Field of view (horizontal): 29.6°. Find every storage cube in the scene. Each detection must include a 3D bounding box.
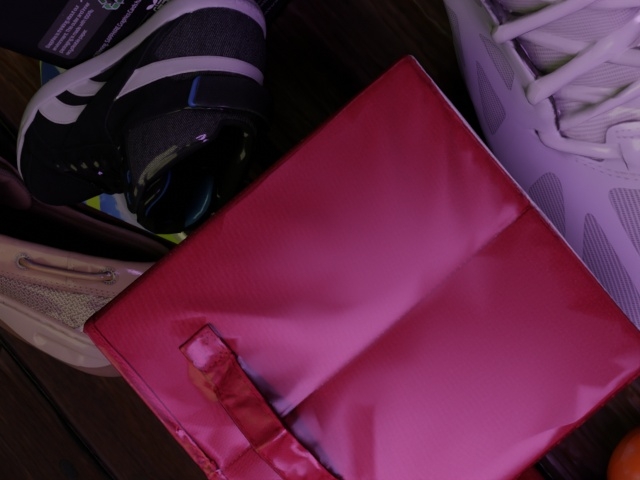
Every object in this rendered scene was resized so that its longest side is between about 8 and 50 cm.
[{"bbox_3d":[0.022,0.043,0.625,0.193,0.215,0.183,-40,90,1],"label":"storage cube"}]

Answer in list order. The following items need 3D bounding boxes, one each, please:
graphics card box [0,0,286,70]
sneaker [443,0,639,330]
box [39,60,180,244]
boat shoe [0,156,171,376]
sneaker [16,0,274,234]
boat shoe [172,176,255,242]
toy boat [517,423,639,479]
[{"bbox_3d":[-0.173,-0.214,0.623,0.371,0.094,0.233,17,141,-29],"label":"graphics card box"},{"bbox_3d":[0.086,-0.109,0.517,0.169,0.257,0.447,-16,104,29],"label":"sneaker"},{"bbox_3d":[-0.134,-0.069,0.864,0.178,0.042,0.109,22,125,25],"label":"box"},{"bbox_3d":[-0.267,-0.018,0.941,0.341,0.121,0.110,24,116,6],"label":"boat shoe"},{"bbox_3d":[-0.114,-0.045,0.701,0.217,0.079,0.121,-33,49,39],"label":"sneaker"},{"bbox_3d":[0.000,0.000,0.766,0.233,0.084,0.079,29,126,2],"label":"boat shoe"},{"bbox_3d":[0.179,0.177,0.726,0.231,0.151,0.151,27,98,21],"label":"toy boat"}]
